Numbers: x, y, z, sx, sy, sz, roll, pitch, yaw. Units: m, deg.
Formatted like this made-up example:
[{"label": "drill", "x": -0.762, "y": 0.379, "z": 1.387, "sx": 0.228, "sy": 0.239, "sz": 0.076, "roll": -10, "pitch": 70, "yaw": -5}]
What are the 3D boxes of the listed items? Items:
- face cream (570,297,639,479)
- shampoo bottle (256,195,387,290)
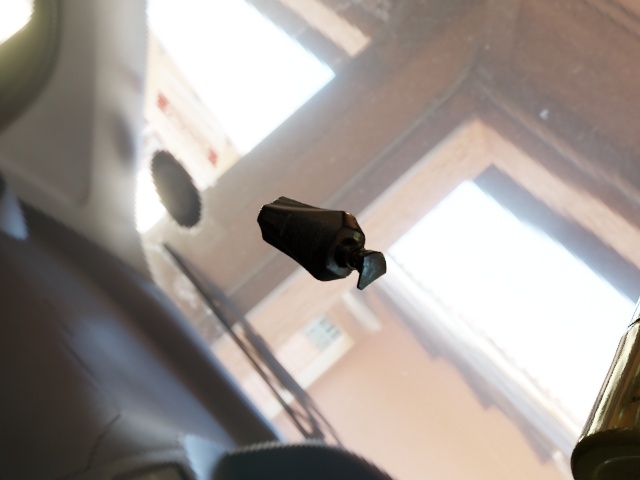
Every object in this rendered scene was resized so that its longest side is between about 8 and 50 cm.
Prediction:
[{"label": "face cream", "x": 0.332, "y": 0.147, "z": 0.933, "sx": 0.218, "sy": 0.179, "sz": 0.218, "roll": 25, "pitch": -28, "yaw": 14}, {"label": "shampoo bottle", "x": 0.000, "y": 0.000, "z": 0.765, "sx": 0.027, "sy": 0.048, "sz": 0.137, "roll": 22, "pitch": 1, "yaw": -32}]
